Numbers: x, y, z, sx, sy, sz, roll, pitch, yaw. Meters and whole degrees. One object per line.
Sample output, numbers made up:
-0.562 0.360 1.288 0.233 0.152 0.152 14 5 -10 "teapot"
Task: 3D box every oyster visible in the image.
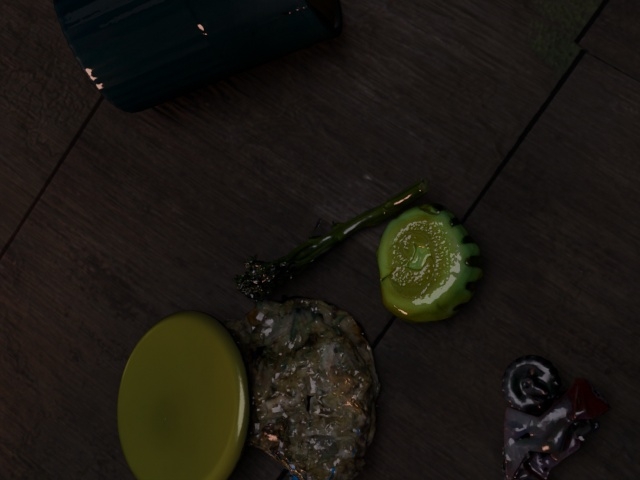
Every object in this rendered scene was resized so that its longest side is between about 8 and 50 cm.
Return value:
-0.029 0.183 1.498 0.198 0.092 0.259 -17 72 10 "oyster"

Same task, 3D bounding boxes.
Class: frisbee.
-0.172 0.201 1.530 0.236 0.017 0.235 -9 76 40 "frisbee"

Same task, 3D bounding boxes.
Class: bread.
0.125 0.029 1.481 0.130 0.071 0.139 -31 66 14 "bread"

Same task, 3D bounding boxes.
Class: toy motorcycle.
0.257 0.236 1.399 0.122 0.082 0.213 4 90 29 "toy motorcycle"

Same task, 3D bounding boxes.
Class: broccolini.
0.007 -0.005 1.494 0.272 0.123 0.062 -30 100 15 "broccolini"

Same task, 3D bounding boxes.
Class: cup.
-0.162 -0.337 1.554 0.292 0.242 0.307 -22 77 15 "cup"
